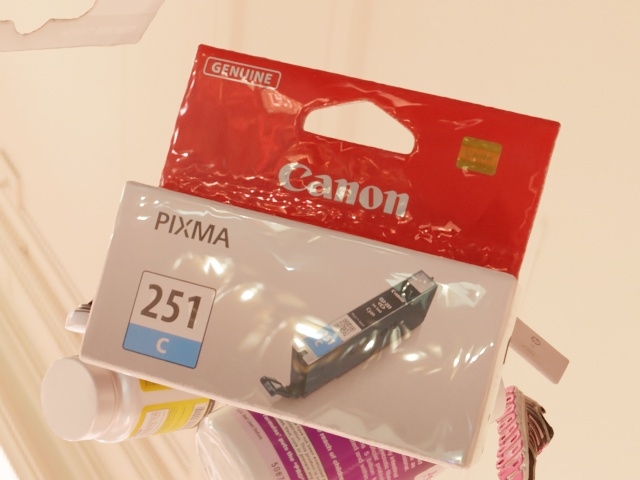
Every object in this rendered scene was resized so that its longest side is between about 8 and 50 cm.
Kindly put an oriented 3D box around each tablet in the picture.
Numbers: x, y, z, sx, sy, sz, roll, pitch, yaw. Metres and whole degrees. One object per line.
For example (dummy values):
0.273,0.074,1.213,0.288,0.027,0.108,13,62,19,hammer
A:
0.215,0.108,1.291,0.083,0.006,0.054,41,-146,4,tablet

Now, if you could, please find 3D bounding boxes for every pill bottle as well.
-0.230,0.183,1.558,0.119,0.119,0.208,38,-158,31,pill bottle
0.037,0.196,1.318,0.301,0.169,0.169,-25,-131,-21,pill bottle

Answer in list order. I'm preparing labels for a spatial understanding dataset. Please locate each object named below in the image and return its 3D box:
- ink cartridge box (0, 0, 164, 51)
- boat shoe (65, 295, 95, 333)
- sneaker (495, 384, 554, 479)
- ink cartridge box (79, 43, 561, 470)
-0.073,-0.143,0.414,0.045,0.179,0.145,46,-151,15,ink cartridge box
-0.278,0.095,1.724,0.080,0.228,0.076,5,-97,16,boat shoe
0.282,0.277,1.722,0.074,0.063,0.170,24,-139,-19,sneaker
0.000,0.000,0.919,0.296,0.066,0.261,14,-95,14,ink cartridge box
